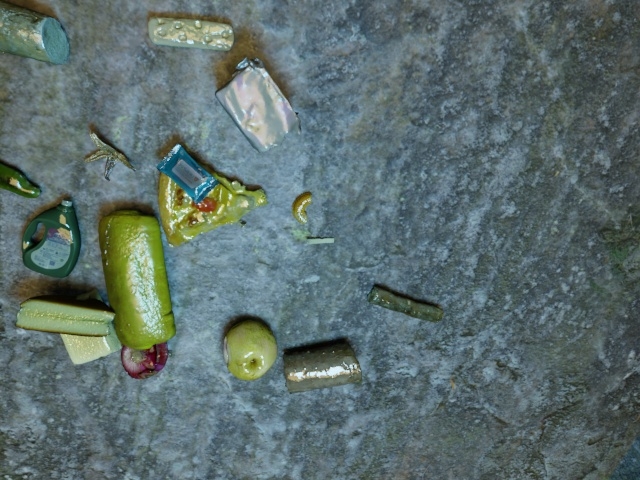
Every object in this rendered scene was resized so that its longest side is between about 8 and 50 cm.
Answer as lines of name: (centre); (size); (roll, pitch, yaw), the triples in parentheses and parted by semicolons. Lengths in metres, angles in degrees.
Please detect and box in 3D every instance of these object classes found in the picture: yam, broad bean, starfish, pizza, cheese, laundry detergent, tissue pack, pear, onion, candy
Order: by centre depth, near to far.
yam: (-0.658, -0.452, 0.905); (0.194, 0.107, 0.107); (13, 109, -14)
cheese: (-0.299, -0.482, 0.984); (0.194, 0.043, 0.065); (2, 112, -10)
candy: (-0.149, -0.317, 1.000); (0.137, 0.185, 0.195); (-37, 112, 2)
broad bean: (-0.853, -0.140, 1.031); (0.292, 0.049, 0.144); (-13, 119, -1)
tissue pack: (-0.329, -0.163, 1.047); (0.138, 0.028, 0.085); (44, 95, -9)
starfish: (-0.520, -0.207, 1.060); (0.130, 0.041, 0.133); (21, 133, -11)
laundry detergent: (-0.692, -0.014, 1.096); (0.137, 0.063, 0.211); (20, 107, -9)
pizza: (-0.282, -0.113, 1.115); (0.288, 0.075, 0.280); (-4, 112, -6)
onion: (-0.498, 0.334, 1.252); (0.150, 0.140, 0.150); (-4, 79, 21)
pear: (-0.211, 0.329, 1.254); (0.178, 0.178, 0.178); (-3, 112, -8)
yam: (0.006, 0.402, 1.340); (0.238, 0.128, 0.129); (-11, 147, 1)
yam: (0.272, 0.208, 1.343); (0.253, 0.061, 0.061); (19, 107, -16)

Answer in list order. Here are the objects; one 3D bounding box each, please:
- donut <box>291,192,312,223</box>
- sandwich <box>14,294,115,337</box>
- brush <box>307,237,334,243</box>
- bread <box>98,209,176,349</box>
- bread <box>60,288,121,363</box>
donut: (-0.045, -0.090, 1.184); (0.083, 0.038, 0.067); (-40, 109, 9)
sandwich: (-0.645, 0.195, 1.098); (0.244, 0.088, 0.090); (8, 92, -1)
brush: (0.000, 0.000, 1.241); (0.084, 0.013, 0.016); (-3, 117, -16)
bread: (-0.489, 0.110, 1.112); (0.166, 0.112, 0.383); (-2, 102, 10)
bread: (-0.658, 0.245, 1.184); (0.125, 0.068, 0.188); (-18, 102, 1)
